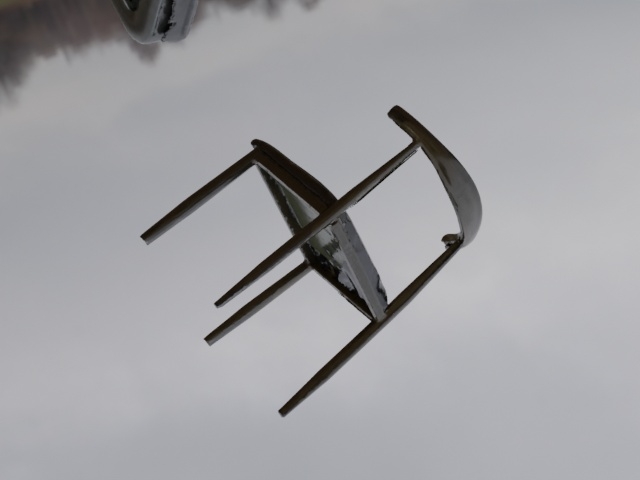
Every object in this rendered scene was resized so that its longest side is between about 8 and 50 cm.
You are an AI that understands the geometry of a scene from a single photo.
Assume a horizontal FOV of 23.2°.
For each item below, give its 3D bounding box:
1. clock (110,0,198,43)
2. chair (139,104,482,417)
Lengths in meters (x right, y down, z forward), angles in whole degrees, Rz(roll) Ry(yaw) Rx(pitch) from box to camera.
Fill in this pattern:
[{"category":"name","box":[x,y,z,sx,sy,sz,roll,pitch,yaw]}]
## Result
[{"category":"clock","box":[-0.120,-0.291,0.920,0.049,0.278,0.273,-19,159,-26]},{"category":"chair","box":[0.000,0.000,1.481,0.272,0.188,0.166,-37,-140,-13]}]
